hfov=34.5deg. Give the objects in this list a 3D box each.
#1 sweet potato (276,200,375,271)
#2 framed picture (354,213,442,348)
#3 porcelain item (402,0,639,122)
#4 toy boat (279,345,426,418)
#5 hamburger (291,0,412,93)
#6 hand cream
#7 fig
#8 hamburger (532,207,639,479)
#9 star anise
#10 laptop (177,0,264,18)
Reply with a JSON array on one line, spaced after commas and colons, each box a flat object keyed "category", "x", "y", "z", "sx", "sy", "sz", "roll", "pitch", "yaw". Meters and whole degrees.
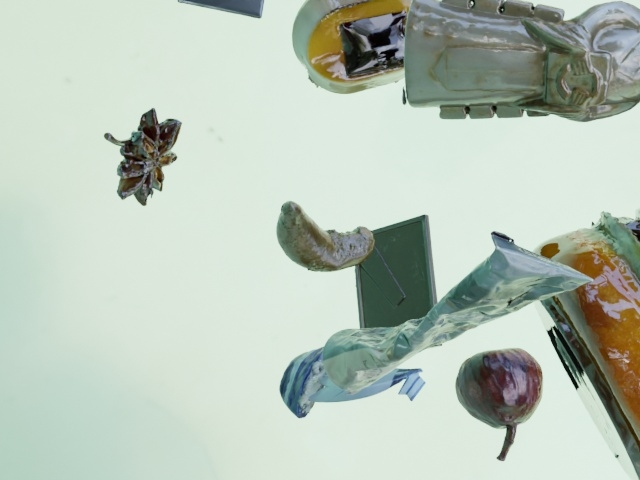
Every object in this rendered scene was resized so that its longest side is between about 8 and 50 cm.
[{"category": "sweet potato", "x": -0.001, "y": 0.003, "z": 1.998, "sx": 0.310, "sy": 0.124, "sz": 0.098, "roll": 22, "pitch": 25, "yaw": -47}, {"category": "framed picture", "x": 0.164, "y": 0.106, "z": 2.262, "sx": 0.016, "sy": 0.213, "sz": 0.289, "roll": 12, "pitch": 67, "yaw": -47}, {"category": "porcelain item", "x": 0.159, "y": -0.107, "z": 0.636, "sx": 0.054, "sy": 0.213, "sz": 0.084, "roll": -58, "pitch": 151, "yaw": -52}, {"category": "toy boat", "x": 0.061, "y": 0.262, "z": 2.039, "sx": 0.210, "sy": 0.292, "sz": 0.070, "roll": -86, "pitch": 161, "yaw": -59}, {"category": "hamburger", "x": 0.063, "y": -0.303, "z": 1.513, "sx": 0.116, "sy": 0.210, "sz": 0.173, "roll": -116, "pitch": -171, "yaw": -61}, {"category": "hand cream", "x": 0.078, "y": 0.055, "z": 0.748, "sx": 0.075, "sy": 0.248, "sz": 0.052, "roll": -4, "pitch": 69, "yaw": -36}, {"category": "fig", "x": 0.250, "y": 0.220, "z": 1.480, "sx": 0.128, "sy": 0.128, "sz": 0.150, "roll": 40, "pitch": 59, "yaw": -17}, {"category": "hamburger", "x": 0.377, "y": 0.098, "z": 1.033, "sx": 0.330, "sy": 0.250, "sz": 0.330, "roll": 61, "pitch": 4, "yaw": -7}, {"category": "star anise", "x": -0.302, "y": -0.163, "z": 1.779, "sx": 0.073, "sy": 0.234, "sz": 0.177, "roll": 27, "pitch": 60, "yaw": 12}, {"category": "laptop", "x": -0.201, "y": -0.534, "z": 2.145, "sx": 0.180, "sy": 0.016, "sz": 0.129, "roll": 10, "pitch": 73, "yaw": -9}]
